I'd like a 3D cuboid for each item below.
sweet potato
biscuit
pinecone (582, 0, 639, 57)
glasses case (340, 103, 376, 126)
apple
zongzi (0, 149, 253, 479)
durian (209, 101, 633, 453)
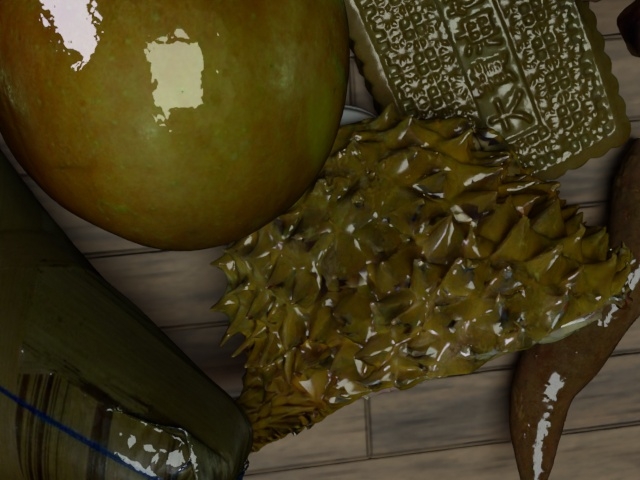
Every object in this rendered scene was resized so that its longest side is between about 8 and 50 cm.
[{"bbox_3d":[0.199,0.062,0.993,0.067,0.059,0.281,32,105,26],"label":"sweet potato"},{"bbox_3d":[0.108,-0.148,0.927,0.172,0.029,0.255,-25,110,-1],"label":"biscuit"},{"bbox_3d":[0.299,-0.249,0.732,0.397,0.398,0.398,-3,108,-9],"label":"pinecone"},{"bbox_3d":[0.000,0.000,0.944,0.076,0.049,0.197,6,107,-13],"label":"glasses case"},{"bbox_3d":[-0.094,-0.105,0.797,0.236,0.237,0.208,-7,105,-8],"label":"apple"},{"bbox_3d":[-0.158,0.030,0.853,0.260,0.123,0.289,12,104,18],"label":"zongzi"},{"bbox_3d":[0.050,0.010,0.884,0.305,0.185,0.196,-19,89,2],"label":"durian"}]
